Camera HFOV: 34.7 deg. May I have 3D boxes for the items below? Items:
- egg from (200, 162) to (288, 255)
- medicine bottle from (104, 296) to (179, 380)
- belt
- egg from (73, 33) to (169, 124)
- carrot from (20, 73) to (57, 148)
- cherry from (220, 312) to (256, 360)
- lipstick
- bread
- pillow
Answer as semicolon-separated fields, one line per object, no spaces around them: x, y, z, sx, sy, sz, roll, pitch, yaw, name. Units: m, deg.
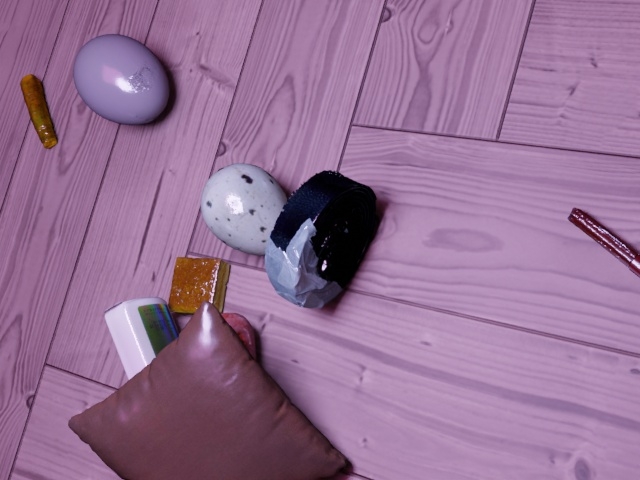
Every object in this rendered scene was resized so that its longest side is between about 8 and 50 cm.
-0.108;-0.043;1.570;0.131;0.131;0.164;-45;79;14;egg
-0.248;0.197;1.580;0.078;0.115;0.219;-29;76;22;medicine bottle
0.000;0.000;1.460;0.078;0.151;0.198;28;94;36;belt
-0.345;-0.277;1.779;0.198;0.146;0.146;42;100;27;egg
-0.539;-0.248;1.969;0.042;0.042;0.171;-36;62;20;carrot
-0.145;0.159;1.549;0.126;0.087;0.106;17;92;54;cherry
0.377;0.013;1.283;0.027;0.027;0.176;-51;54;10;lipstick
-0.196;0.074;1.639;0.094;0.035;0.090;1;77;34;bread
-0.166;0.288;1.460;0.308;0.108;0.305;-40;90;18;pillow
